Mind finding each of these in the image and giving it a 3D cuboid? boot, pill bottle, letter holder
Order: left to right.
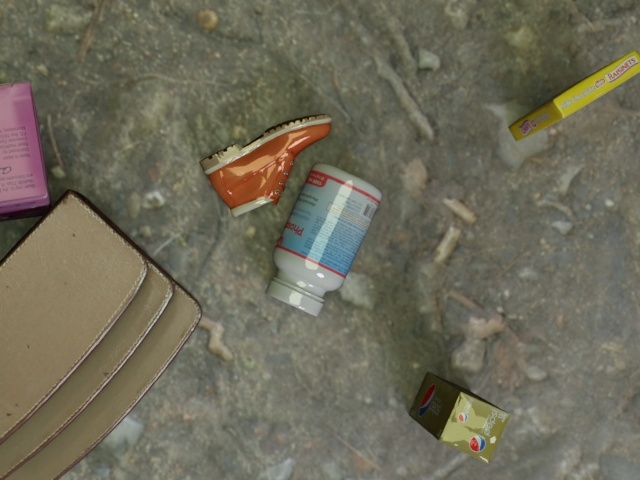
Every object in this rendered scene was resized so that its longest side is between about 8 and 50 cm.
[{"bbox_3d":[-0.290,0.127,1.343,0.214,0.152,0.302,43,86,-6],"label":"letter holder"},{"bbox_3d":[-0.049,-0.088,1.419,0.158,0.059,0.084,-26,95,3],"label":"boot"},{"bbox_3d":[0.000,0.000,1.404,0.087,0.087,0.160,25,86,-5],"label":"pill bottle"}]

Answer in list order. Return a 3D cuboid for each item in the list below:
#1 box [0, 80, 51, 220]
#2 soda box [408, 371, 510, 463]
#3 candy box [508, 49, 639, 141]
[{"bbox_3d":[-0.392,-0.075,1.278,0.213,0.243,0.117,-9,90,-12],"label":"box"},{"bbox_3d":[0.149,0.191,1.369,0.061,0.181,0.058,25,87,-6],"label":"soda box"},{"bbox_3d":[0.277,-0.156,1.374,0.105,0.206,0.027,-34,90,-5],"label":"candy box"}]
